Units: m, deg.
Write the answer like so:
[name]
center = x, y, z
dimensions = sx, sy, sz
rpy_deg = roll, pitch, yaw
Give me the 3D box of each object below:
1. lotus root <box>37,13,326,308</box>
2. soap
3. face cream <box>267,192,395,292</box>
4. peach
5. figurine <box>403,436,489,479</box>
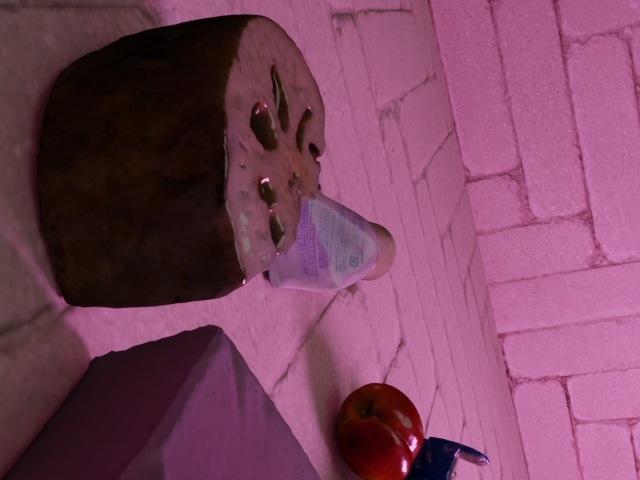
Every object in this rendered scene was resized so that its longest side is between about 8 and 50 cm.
[lotus root]
center = -0.079, -0.064, 0.480
dimensions = 0.234, 0.119, 0.138
rpy_deg = -70, 145, -53
[soap]
center = -0.067, 0.233, 0.345
dimensions = 0.285, 0.107, 0.296
rpy_deg = 62, 23, -21
[face cream]
center = 0.000, 0.000, 0.800
dimensions = 0.224, 0.070, 0.114
rpy_deg = 10, 70, -58
[peach]
center = 0.064, 0.207, 0.805
dimensions = 0.101, 0.101, 0.100
rpy_deg = -10, 90, -72
[figurine]
center = 0.098, 0.337, 0.820
dimensions = 0.164, 0.121, 0.262
rpy_deg = 116, -11, -56
